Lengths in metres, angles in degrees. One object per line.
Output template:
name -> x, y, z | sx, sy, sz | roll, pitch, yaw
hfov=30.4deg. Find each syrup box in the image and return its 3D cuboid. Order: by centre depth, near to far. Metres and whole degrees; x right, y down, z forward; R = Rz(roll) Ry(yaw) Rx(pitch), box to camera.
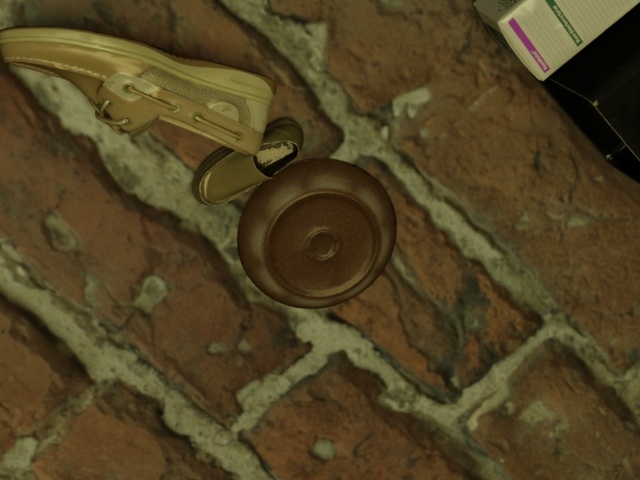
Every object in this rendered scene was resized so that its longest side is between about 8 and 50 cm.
syrup box -> 0.298, -0.297, 1.327 | 0.237, 0.093, 0.096 | -38, 115, 6

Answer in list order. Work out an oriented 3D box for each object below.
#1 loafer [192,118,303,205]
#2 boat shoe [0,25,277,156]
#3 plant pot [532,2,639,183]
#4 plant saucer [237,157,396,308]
loafer -> -0.084, -0.088, 1.358 | 0.148, 0.050, 0.056 | -36, 115, 4
boat shoe -> -0.198, -0.160, 1.266 | 0.302, 0.109, 0.098 | 12, 92, -22
plant pot -> 0.378, -0.178, 1.346 | 0.167, 0.187, 0.188 | -45, 114, 5
plant saucer -> 0.000, 0.000, 1.421 | 0.199, 0.036, 0.198 | -5, 114, -11
